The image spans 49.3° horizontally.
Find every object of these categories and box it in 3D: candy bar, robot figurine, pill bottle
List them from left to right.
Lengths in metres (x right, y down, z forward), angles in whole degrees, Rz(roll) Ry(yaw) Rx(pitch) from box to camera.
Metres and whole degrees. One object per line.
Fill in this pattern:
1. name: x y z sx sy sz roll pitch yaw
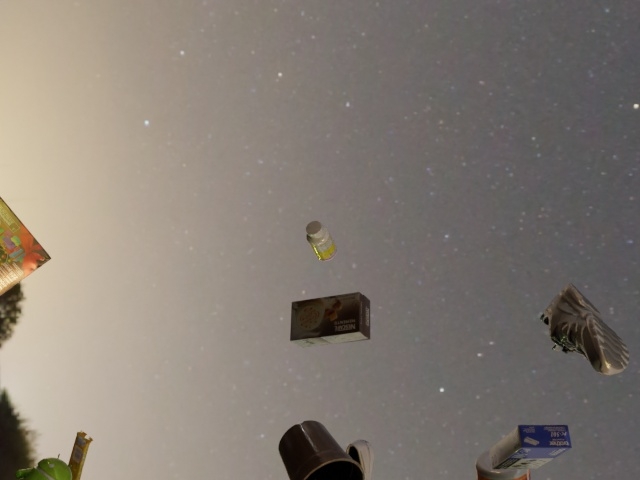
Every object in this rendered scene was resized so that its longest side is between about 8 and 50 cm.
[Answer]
1. robot figurine: -0.464 0.413 1.162 0.101 0.115 0.067 20 -27 38
2. candy bar: -0.484 0.448 1.386 0.040 0.018 0.161 28 -69 20
3. pill bottle: 0.000 0.000 1.277 0.043 0.043 0.083 63 0 39
4. pill bottle: 0.424 0.602 1.593 0.121 0.121 0.221 11 -68 61

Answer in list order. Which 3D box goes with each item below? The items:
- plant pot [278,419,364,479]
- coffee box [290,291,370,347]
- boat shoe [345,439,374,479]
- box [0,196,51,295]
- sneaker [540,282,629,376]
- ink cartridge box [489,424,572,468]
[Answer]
1. plant pot: -0.011 0.507 1.575 0.165 0.167 0.167 -135 -129 -56
2. coffee box: 0.033 0.261 2.276 0.247 0.098 0.141 -10 -117 23
3. boat shoe: 0.094 0.690 1.946 0.095 0.084 0.258 -9 -103 33
4. box: -0.691 -0.020 1.330 0.293 0.201 0.057 57 -18 -22
5. sneaker: 0.520 0.197 1.394 0.115 0.105 0.281 -46 -169 17
6. ink cartridge box: 0.410 0.412 1.382 0.207 0.097 0.046 95 -5 -61
